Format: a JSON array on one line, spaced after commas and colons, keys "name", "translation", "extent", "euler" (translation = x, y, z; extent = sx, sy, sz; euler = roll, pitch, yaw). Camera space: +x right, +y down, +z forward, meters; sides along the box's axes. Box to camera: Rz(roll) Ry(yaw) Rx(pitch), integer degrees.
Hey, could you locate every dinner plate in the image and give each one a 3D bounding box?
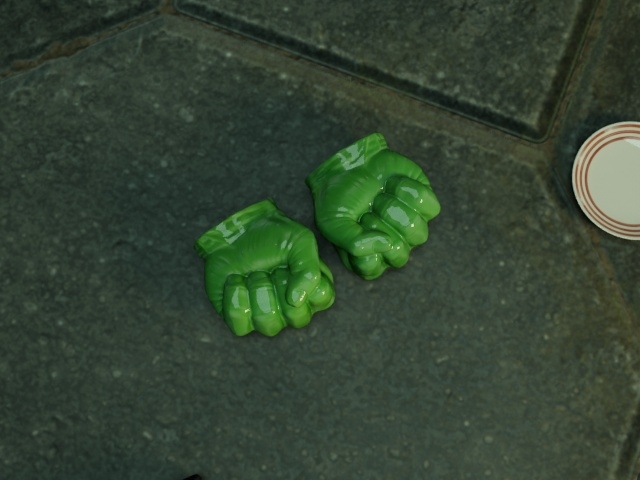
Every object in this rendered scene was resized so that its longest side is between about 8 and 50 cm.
[{"name": "dinner plate", "translation": [0.361, -0.069, 0.992], "extent": [0.141, 0.017, 0.141], "euler": [0, 80, 2]}]

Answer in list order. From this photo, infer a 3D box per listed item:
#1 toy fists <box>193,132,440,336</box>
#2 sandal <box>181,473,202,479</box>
[{"name": "toy fists", "translation": [0.000, 0.000, 0.953], "extent": [0.279, 0.096, 0.142], "euler": [-31, 81, -5]}, {"name": "sandal", "translation": [-0.205, 0.308, 0.920], "extent": [0.179, 0.067, 0.040], "euler": [-24, 91, -5]}]
